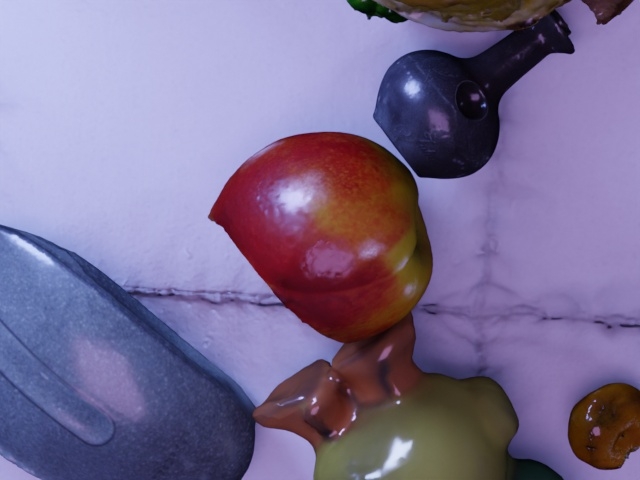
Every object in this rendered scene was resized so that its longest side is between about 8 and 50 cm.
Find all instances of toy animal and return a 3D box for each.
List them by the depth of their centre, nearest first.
[{"bbox_3d":[0.108,0.239,1.562,0.216,0.191,0.338,-38,100,20],"label":"toy animal"}]

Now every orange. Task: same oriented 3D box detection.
[{"bbox_3d":[0.266,0.169,1.577,0.086,0.062,0.086,-17,126,-25],"label":"orange"}]

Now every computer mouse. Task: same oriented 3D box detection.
[{"bbox_3d":[-0.232,0.131,1.624,0.374,0.114,0.203,33,113,-2],"label":"computer mouse"}]

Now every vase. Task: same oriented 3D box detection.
[{"bbox_3d":[0.137,-0.136,1.469,0.183,0.120,0.120,-38,101,2],"label":"vase"}]

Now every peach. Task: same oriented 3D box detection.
[{"bbox_3d":[0.000,0.000,1.494,0.192,0.190,0.190,-10,108,20],"label":"peach"}]

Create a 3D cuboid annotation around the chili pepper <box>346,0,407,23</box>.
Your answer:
[{"bbox_3d":[0.096,-0.300,1.423,0.099,0.083,0.253,34,107,0],"label":"chili pepper"}]

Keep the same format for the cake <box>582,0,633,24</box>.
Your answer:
[{"bbox_3d":[0.238,-0.276,1.383,0.147,0.134,0.135,47,114,3],"label":"cake"}]

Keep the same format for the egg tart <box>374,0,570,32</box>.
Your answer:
[{"bbox_3d":[0.087,-0.268,1.284,0.294,0.116,0.295,13,129,17],"label":"egg tart"}]
